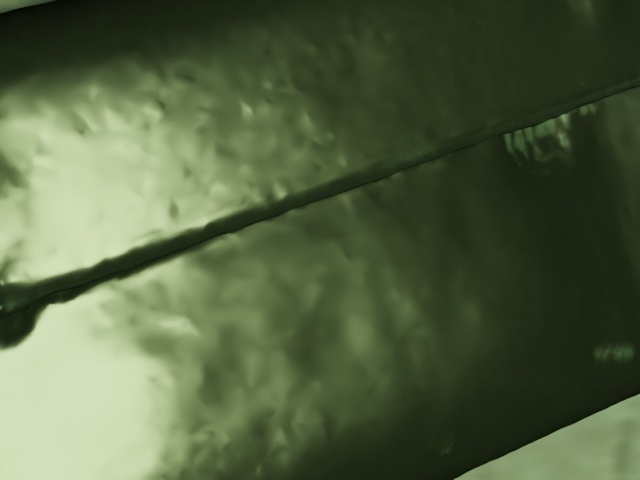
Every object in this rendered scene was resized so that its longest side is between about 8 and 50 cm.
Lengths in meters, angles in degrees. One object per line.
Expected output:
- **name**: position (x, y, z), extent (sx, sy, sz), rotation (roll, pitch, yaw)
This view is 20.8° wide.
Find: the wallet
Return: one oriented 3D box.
- **wallet**: position (0.001, 0.000, 0.661), extent (0.406, 0.062, 0.228), rotation (-21, 106, -32)
